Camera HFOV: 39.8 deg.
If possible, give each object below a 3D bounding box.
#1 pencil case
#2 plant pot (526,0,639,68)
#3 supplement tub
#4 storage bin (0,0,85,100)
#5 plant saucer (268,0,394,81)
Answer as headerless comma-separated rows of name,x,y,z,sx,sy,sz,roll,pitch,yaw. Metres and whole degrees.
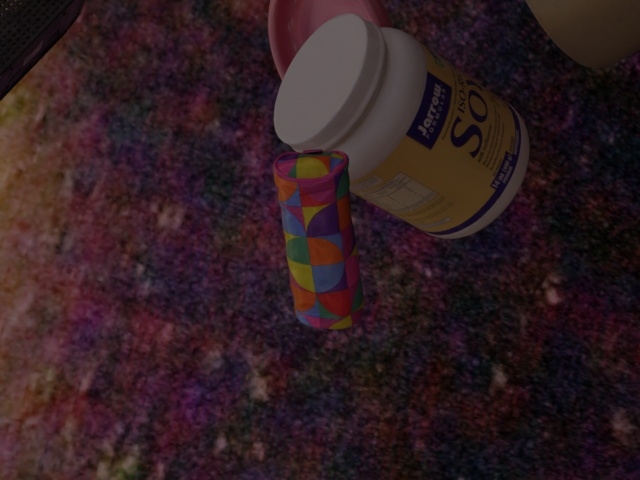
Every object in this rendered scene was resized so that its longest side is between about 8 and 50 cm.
pencil case,0.000,0.000,1.104,0.104,0.104,0.237,43,147,50
plant pot,0.361,-0.363,1.005,0.190,0.284,0.284,-16,61,44
supplement tub,0.121,-0.165,1.315,0.241,0.331,0.241,-33,44,39
storage bin,-0.364,-0.248,1.032,0.180,0.084,0.122,-55,14,-20
plant saucer,0.032,-0.383,1.722,0.332,0.084,0.332,32,136,37
